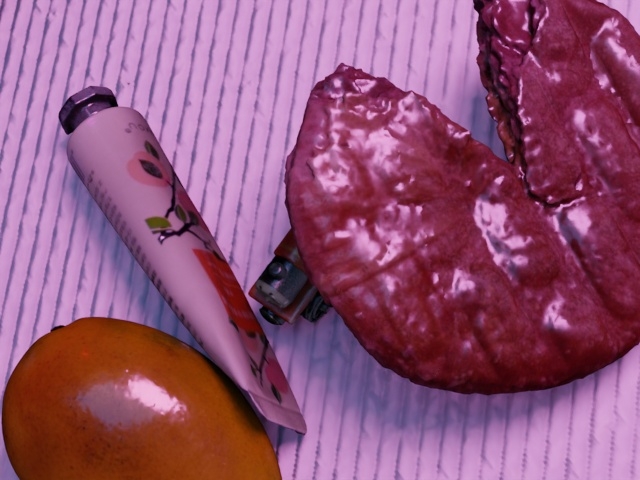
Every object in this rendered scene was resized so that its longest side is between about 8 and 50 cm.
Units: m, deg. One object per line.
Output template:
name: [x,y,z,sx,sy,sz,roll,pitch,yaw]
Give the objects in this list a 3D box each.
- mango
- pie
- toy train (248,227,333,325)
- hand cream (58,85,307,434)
mango: [-0.090,0.104,0.710,0.163,0.089,0.111,19,91,7]
pie: [0.089,-0.024,0.691,0.219,0.054,0.204,-14,87,-14]
toy train: [0.000,0.000,0.733,0.044,0.064,0.103,34,82,18]
hand cream: [-0.078,0.007,0.746,0.050,0.080,0.234,-38,65,7]
